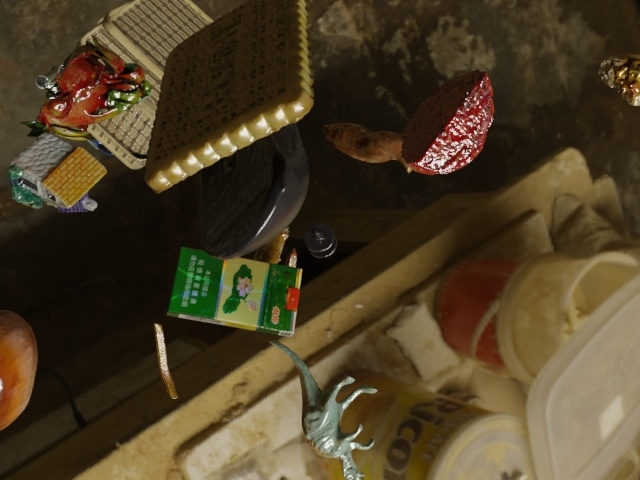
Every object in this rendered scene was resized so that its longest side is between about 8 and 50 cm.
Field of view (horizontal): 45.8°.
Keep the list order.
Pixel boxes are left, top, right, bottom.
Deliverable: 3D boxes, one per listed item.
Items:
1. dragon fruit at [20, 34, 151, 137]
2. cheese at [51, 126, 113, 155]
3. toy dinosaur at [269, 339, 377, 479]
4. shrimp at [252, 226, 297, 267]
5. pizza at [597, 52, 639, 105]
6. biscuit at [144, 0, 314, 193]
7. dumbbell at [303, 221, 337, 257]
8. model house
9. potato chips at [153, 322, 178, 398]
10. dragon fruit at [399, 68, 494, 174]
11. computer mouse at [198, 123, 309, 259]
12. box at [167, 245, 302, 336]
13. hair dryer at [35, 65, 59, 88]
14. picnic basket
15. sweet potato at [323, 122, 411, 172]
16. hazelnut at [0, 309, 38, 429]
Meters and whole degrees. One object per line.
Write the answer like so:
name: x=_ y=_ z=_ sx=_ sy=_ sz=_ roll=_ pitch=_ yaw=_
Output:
dragon fruit: x=-0.327 y=-0.214 z=1.066 sx=0.174 sy=0.138 sz=0.142 roll=3 pitch=121 yaw=-15
cheese: x=-0.540 y=-0.266 z=1.779 sx=0.156 sy=0.250 sz=0.064 roll=-35 pitch=145 yaw=-38
toy dinosaur: x=0.016 y=0.379 z=1.767 sx=0.393 sy=0.092 sz=0.205 roll=45 pitch=88 yaw=-1
shrimp: x=-0.098 y=0.054 z=1.547 sx=0.132 sy=0.051 sz=0.188 roll=30 pitch=83 yaw=-60
pizza: x=0.528 y=-0.220 z=1.085 sx=0.246 sy=0.058 sz=0.127 roll=29 pitch=55 yaw=16
biscuit: x=-0.086 y=-0.161 z=0.723 sx=0.029 sy=0.172 sz=0.255 roll=51 pitch=22 yaw=-35
dumbbell: x=0.000 y=0.000 z=1.696 sx=0.069 sy=0.147 sz=0.069 roll=-2 pitch=76 yaw=6
model house: x=-0.361 y=-0.075 z=1.047 sx=0.100 sy=0.101 sz=0.088 roll=28 pitch=54 yaw=6
potato chips: x=-0.399 y=0.305 z=1.930 sx=0.026 sy=0.037 sz=0.204 roll=-16 pitch=101 yaw=-35
dragon fruit: x=0.173 y=-0.150 z=1.037 sx=0.083 sy=0.106 sz=0.162 roll=35 pitch=85 yaw=-27
computer mouse: x=-0.070 y=-0.071 z=0.847 sx=0.088 sy=0.147 sz=0.264 roll=29 pitch=33 yaw=-35
box: x=-0.157 y=0.095 z=1.409 sx=0.235 sy=0.034 sz=0.132 roll=12 pitch=66 yaw=-9
hair dryer: x=-0.570 y=-0.390 z=1.763 sx=0.167 sy=0.199 sz=0.068 roll=-55 pitch=127 yaw=-65
picnic basket: x=-0.313 y=-0.314 z=1.418 sx=0.228 sy=0.175 sz=0.313 roll=42 pitch=44 yaw=-8
sweet potato: x=0.073 y=-0.148 z=1.164 sx=0.058 sy=0.202 sz=0.055 roll=-3 pitch=107 yaw=-39
hazelnut: x=-0.521 y=0.204 z=1.157 sx=0.176 sy=0.214 sz=0.214 roll=45 pitch=66 yaw=2
